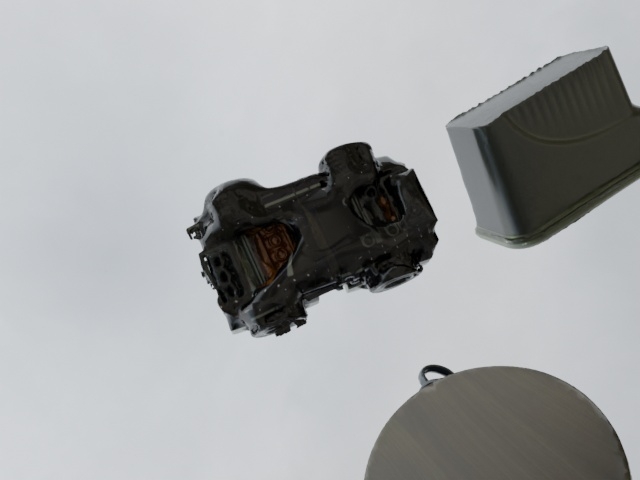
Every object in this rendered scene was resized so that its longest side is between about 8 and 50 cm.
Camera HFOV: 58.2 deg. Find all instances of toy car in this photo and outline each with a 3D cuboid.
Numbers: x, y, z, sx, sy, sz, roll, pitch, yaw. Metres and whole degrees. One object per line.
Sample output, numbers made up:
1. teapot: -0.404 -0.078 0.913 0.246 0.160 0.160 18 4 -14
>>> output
1. toy car: 0.001 0.000 0.712 0.301 0.118 0.193 -19 -106 -12

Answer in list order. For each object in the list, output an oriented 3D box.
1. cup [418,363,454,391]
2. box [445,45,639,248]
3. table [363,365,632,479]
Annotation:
1. cup: 0.150 0.172 0.616 0.077 0.100 0.078 -3 -48 -34
2. box: 0.314 -0.132 0.776 0.274 0.138 0.178 -32 -70 -12
3. table: 0.152 0.227 0.419 0.167 0.167 0.227 -43 -57 -17
